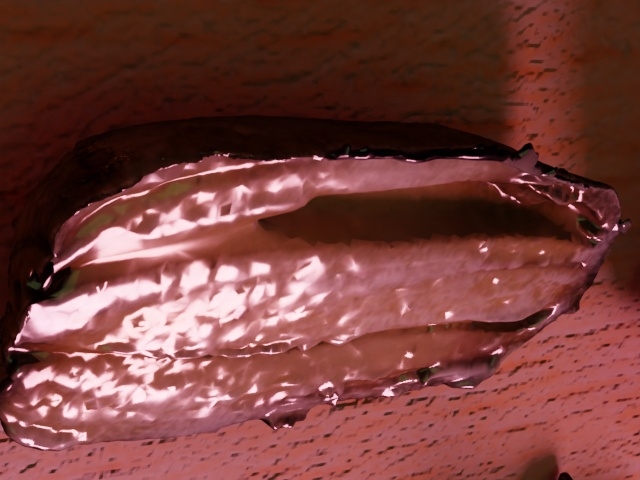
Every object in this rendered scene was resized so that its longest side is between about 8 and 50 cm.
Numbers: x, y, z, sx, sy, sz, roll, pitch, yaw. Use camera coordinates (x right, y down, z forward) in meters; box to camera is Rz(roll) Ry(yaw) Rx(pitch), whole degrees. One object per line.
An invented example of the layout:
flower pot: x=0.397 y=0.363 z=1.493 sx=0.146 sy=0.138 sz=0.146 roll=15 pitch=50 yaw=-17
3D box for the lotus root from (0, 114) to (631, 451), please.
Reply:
lotus root: x=0.000 y=0.000 z=0.782 sx=0.329 sy=0.078 sz=0.167 roll=-1 pitch=134 yaw=-42

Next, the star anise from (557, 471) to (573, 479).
star anise: x=0.150 y=0.265 z=1.000 sx=0.272 sy=0.102 sz=0.272 roll=-12 pitch=108 yaw=-42
